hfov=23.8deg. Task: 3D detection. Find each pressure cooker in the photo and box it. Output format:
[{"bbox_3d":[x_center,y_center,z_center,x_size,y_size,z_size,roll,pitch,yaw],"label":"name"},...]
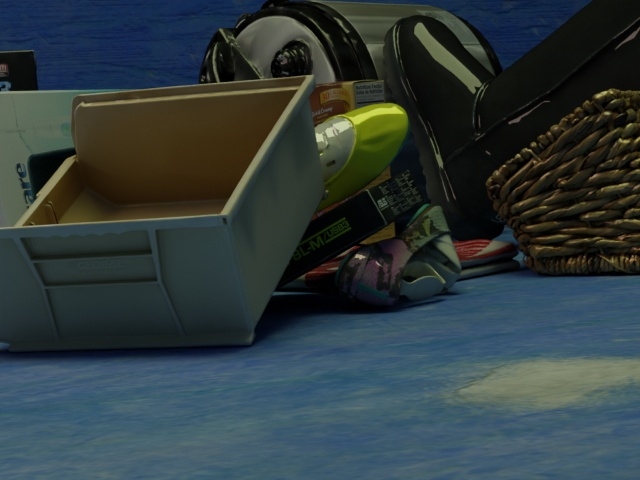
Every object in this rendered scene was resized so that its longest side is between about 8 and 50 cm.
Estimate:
[{"bbox_3d":[0.026,-0.183,2.283,0.420,0.376,0.370,-5,4,-40],"label":"pressure cooker"}]

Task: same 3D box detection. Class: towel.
[{"bbox_3d":[0.028,0.026,1.713,0.329,0.037,0.237,0,6,43],"label":"towel"}]

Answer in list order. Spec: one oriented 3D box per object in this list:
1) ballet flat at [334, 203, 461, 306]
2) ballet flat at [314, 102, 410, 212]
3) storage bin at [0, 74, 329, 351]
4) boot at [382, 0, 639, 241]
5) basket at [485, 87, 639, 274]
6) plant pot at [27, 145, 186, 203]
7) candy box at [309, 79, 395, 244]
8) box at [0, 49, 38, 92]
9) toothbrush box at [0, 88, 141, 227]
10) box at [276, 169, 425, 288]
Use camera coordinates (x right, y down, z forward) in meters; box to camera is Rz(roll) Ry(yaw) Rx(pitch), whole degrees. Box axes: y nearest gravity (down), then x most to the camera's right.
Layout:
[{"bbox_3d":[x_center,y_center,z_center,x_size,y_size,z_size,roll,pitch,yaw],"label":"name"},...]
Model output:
[{"bbox_3d":[0.089,0.024,1.460,0.079,0.077,0.221,31,24,15],"label":"ballet flat"},{"bbox_3d":[-0.019,-0.063,1.466,0.231,0.077,0.077,-34,-35,23],"label":"ballet flat"},{"bbox_3d":[-0.150,-0.027,1.317,0.260,0.123,0.262,-2,30,18],"label":"storage bin"},{"bbox_3d":[0.301,-0.251,1.954,0.146,0.367,0.445,9,-36,-42],"label":"boot"},{"bbox_3d":[0.336,-0.022,1.679,0.213,0.223,0.299,-39,-12,24],"label":"basket"},{"bbox_3d":[-0.166,-0.021,1.595,0.165,0.165,0.234,-9,0,19],"label":"plant pot"},{"bbox_3d":[0.028,-0.091,1.768,0.053,0.187,0.109,-8,6,-39],"label":"candy box"},{"bbox_3d":[-0.479,-0.075,1.820,0.295,0.293,0.073,-6,4,-16],"label":"box"},{"bbox_3d":[-0.298,-0.048,1.685,0.126,0.216,0.295,-19,-4,31],"label":"toothbrush box"},{"bbox_3d":[0.000,0.000,1.479,0.184,0.045,0.190,-32,-1,18],"label":"box"}]
